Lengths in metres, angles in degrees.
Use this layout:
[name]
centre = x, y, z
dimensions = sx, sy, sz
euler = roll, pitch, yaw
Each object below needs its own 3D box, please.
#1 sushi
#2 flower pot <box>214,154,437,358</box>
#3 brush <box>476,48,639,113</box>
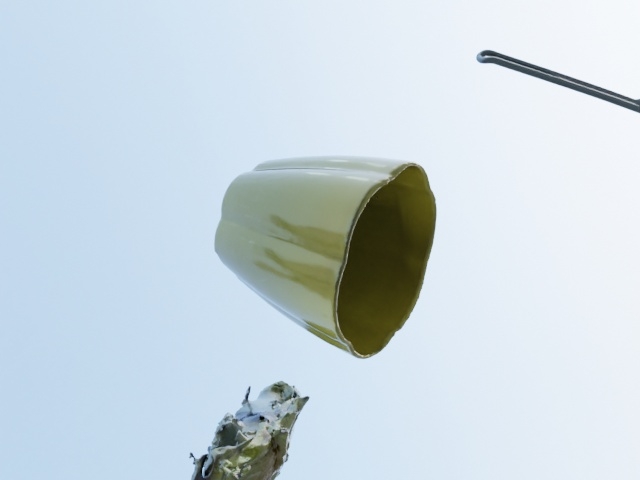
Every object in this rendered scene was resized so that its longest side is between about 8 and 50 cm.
[sushi]
centre = -0.103, 0.296, 0.884
dimensions = 0.291, 0.131, 0.139
euler = -22, -47, -67
[flower pot]
centre = 0.000, 0.000, 0.598
dimensions = 0.195, 0.179, 0.195
euler = -29, -52, -47
[brush]
centre = 0.287, -0.163, 0.610
dimensions = 0.266, 0.027, 0.062
euler = 12, -140, -14
